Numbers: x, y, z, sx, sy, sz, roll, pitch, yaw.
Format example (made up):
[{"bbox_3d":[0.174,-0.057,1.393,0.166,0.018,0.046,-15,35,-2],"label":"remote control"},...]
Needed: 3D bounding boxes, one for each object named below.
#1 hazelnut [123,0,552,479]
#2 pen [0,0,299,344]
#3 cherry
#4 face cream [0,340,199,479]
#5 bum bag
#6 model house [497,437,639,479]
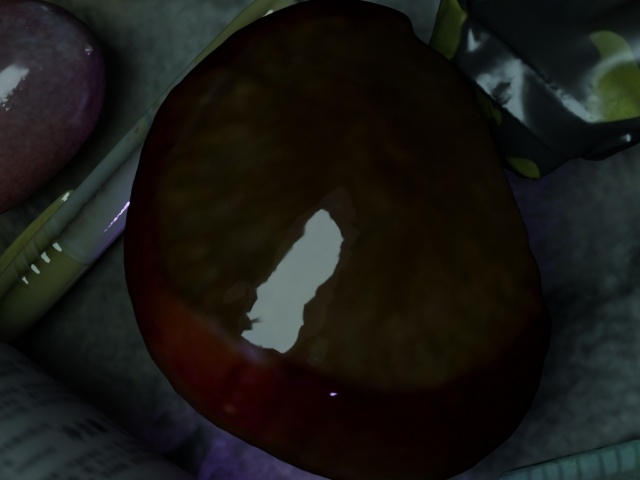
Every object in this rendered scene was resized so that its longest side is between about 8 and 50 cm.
[{"bbox_3d":[0.005,-0.003,0.662,0.170,0.160,0.202,-19,53,28],"label":"hazelnut"},{"bbox_3d":[-0.091,-0.034,0.766,0.233,0.032,0.040,-46,51,17],"label":"pen"},{"bbox_3d":[-0.161,-0.062,0.765,0.126,0.087,0.106,-4,89,6],"label":"cherry"},{"bbox_3d":[-0.189,0.162,0.696,0.225,0.249,0.249,31,104,20],"label":"face cream"},{"bbox_3d":[0.146,-0.089,0.639,0.232,0.060,0.107,-13,78,29],"label":"bum bag"},{"bbox_3d":[0.087,0.205,0.593,0.198,0.215,0.224,-28,77,62],"label":"model house"}]
